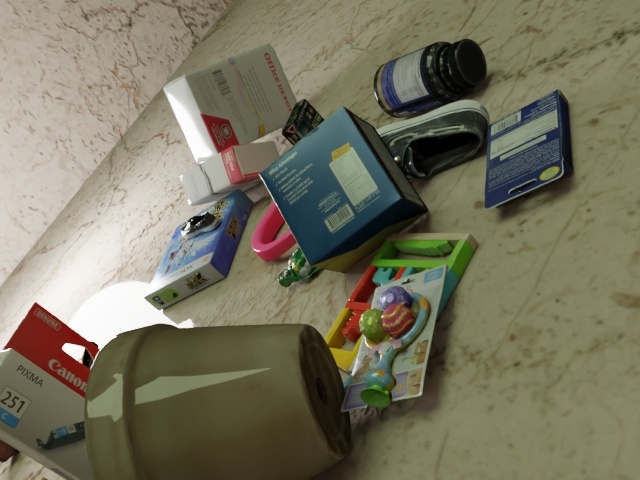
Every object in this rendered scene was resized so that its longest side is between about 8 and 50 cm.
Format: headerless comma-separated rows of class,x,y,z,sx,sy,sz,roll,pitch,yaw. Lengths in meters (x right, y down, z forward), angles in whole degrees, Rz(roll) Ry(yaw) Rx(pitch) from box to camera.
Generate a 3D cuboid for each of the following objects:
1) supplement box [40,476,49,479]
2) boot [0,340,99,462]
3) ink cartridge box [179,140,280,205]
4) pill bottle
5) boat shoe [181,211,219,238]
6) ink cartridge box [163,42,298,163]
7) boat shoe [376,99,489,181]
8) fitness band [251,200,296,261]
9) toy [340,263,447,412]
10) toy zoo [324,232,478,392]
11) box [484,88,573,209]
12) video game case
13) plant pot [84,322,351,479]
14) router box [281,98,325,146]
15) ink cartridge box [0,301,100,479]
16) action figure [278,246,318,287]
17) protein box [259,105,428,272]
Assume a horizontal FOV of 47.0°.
supplement box,-0.457,0.541,1.250,0.194,0.129,0.191,3,54,56
boot,-0.688,0.405,1.855,0.280,0.096,0.264,-28,23,17
ink cartridge box,-0.226,-0.170,1.874,0.217,0.092,0.158,-23,-4,39
pill bottle,0.222,-0.331,1.499,0.219,0.123,0.123,-9,44,49
boat shoe,-0.300,-0.042,1.796,0.142,0.040,0.049,-15,40,44
ink cartridge box,-0.229,-0.366,1.967,0.306,0.226,0.131,-32,14,-38
boat shoe,0.170,-0.157,1.362,0.301,0.108,0.102,-18,36,32
fitness band,-0.040,-0.076,1.596,0.209,0.054,0.291,2,52,56
toy,0.097,0.125,1.052,0.136,0.056,0.237,-22,36,36
toy zoo,0.108,0.110,1.151,0.192,0.030,0.293,1,52,54
box,0.329,-0.137,1.172,0.136,0.036,0.225,-26,32,35
video game case,-0.299,0.021,1.824,0.244,0.061,0.270,-26,33,32
plant pot,-0.119,0.248,1.033,0.280,0.323,0.323,-18,34,15
router box,-0.038,-0.278,1.828,0.038,0.092,0.123,-21,37,39
ink cartridge box,-0.515,0.305,1.473,0.066,0.296,0.261,-16,39,43
action figure,0.000,0.000,1.432,0.232,0.063,0.137,-51,30,-2
protein box,0.040,-0.084,1.295,0.199,0.136,0.201,-37,67,18
